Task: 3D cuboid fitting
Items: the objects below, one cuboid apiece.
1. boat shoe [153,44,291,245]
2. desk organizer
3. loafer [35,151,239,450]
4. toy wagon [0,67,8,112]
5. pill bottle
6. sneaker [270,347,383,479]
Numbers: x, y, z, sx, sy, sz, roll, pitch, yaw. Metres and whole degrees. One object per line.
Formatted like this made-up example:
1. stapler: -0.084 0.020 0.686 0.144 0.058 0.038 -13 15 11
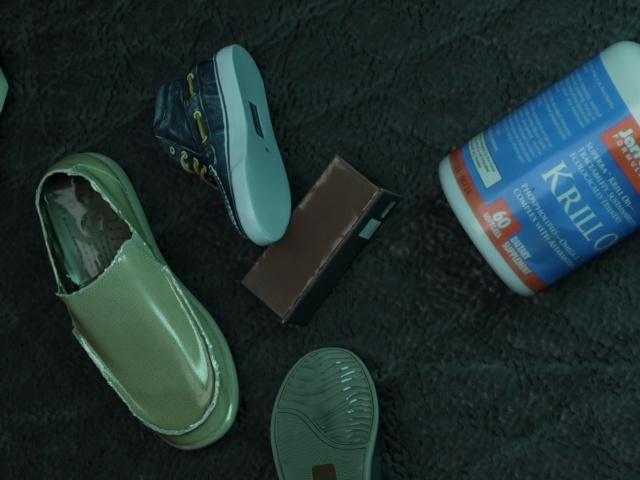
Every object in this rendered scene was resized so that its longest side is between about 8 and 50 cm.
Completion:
1. boat shoe: -0.079 -0.063 1.426 0.083 0.065 0.183 -26 54 23
2. desk organizer: 0.000 0.000 1.416 0.050 0.047 0.130 40 99 20
3. loafer: -0.160 0.048 1.444 0.102 0.092 0.269 -35 75 14
4. toy wagon: -0.438 -0.103 1.570 0.344 0.068 0.267 -29 77 16
5. pill bottle: 0.206 -0.066 1.304 0.221 0.124 0.124 -35 76 15
6. sneaker: 0.009 0.199 1.385 0.083 0.118 0.222 -4 55 4
